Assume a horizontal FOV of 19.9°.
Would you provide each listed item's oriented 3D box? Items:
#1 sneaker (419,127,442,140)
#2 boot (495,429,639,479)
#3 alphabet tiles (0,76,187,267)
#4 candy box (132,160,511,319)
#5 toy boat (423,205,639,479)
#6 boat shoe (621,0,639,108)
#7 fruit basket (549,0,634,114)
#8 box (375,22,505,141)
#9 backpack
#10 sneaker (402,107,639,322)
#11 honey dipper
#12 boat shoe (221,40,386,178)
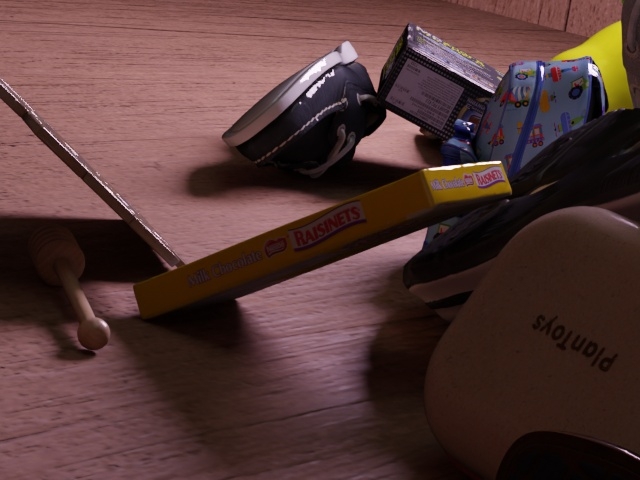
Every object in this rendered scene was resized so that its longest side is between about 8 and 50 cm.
[{"bbox_3d":[0.160,-0.109,1.857,0.086,0.064,0.192,42,-7,-6],"label":"sneaker"},{"bbox_3d":[0.171,0.147,0.728,0.106,0.082,0.219,13,16,-48],"label":"boot"},{"bbox_3d":[-0.159,-0.053,1.166,0.198,0.009,0.237,46,-3,-23],"label":"alphabet tiles"},{"bbox_3d":[0.000,0.000,1.062,0.206,0.027,0.105,-21,-7,30],"label":"candy box"},{"bbox_3d":[0.168,0.089,0.874,0.151,0.151,0.231,38,-5,-35],"label":"toy boat"},{"bbox_3d":[0.258,-0.045,1.197,0.103,0.118,0.320,32,-18,30],"label":"boat shoe"},{"bbox_3d":[0.408,-0.139,1.914,0.392,0.283,0.392,-29,21,12],"label":"fruit basket"},{"bbox_3d":[0.182,-0.100,1.652,0.270,0.060,0.216,28,12,-3],"label":"box"},{"bbox_3d":[0.146,-0.054,1.329,0.117,0.173,0.158,13,14,6],"label":"backpack"},{"bbox_3d":[0.222,0.056,1.047,0.169,0.257,0.447,-38,7,-24],"label":"sneaker"},{"bbox_3d":[-0.142,0.028,1.056,0.030,0.030,0.161,6,16,-21],"label":"honey dipper"},{"bbox_3d":[0.000,-0.105,1.590,0.091,0.114,0.302,55,22,-5],"label":"boat shoe"}]
